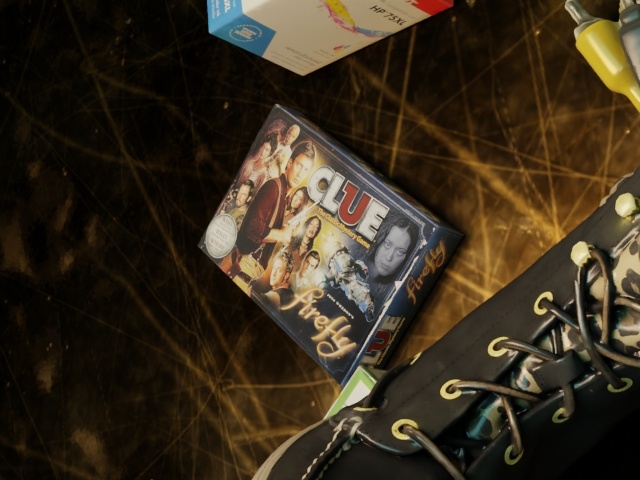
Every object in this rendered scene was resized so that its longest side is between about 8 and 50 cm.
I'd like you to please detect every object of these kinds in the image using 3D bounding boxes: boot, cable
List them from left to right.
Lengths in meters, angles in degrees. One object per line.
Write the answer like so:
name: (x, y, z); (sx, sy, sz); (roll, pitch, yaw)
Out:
boot: (0.126, 0.091, 0.717); (0.138, 0.377, 0.284); (52, 121, 12)
cable: (0.280, -0.083, 0.861); (0.139, 0.072, 0.287); (-22, 77, 26)

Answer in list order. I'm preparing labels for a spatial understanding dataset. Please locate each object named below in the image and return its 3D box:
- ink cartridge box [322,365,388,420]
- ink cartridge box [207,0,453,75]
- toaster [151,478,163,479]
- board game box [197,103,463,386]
ink cartridge box: (0.027, 0.206, 0.957); (0.062, 0.109, 0.209); (44, 109, 40)
ink cartridge box: (0.023, -0.240, 1.061); (0.231, 0.134, 0.078); (-20, 65, 38)
toaster: (-0.141, 0.342, 1.060); (0.227, 0.129, 0.146); (47, 113, 38)
board game box: (0.000, 0.000, 1.081); (0.243, 0.042, 0.165); (40, 106, 41)
